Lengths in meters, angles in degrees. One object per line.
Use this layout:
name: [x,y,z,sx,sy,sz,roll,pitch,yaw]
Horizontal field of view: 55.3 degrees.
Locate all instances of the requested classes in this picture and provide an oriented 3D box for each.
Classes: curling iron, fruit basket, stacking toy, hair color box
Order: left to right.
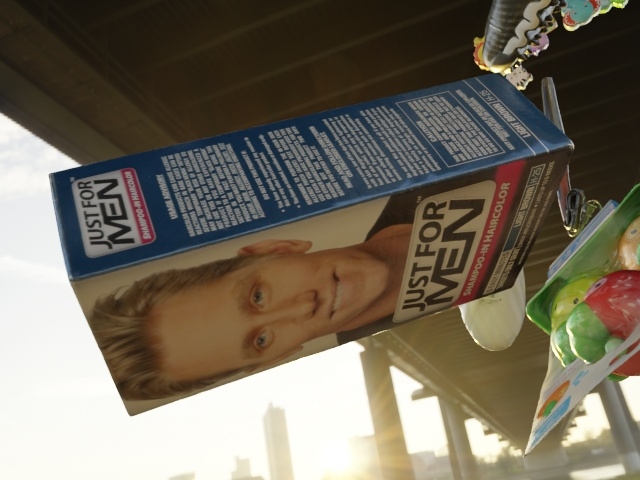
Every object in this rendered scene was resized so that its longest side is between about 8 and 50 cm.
hair color box: [0.000,0.000,0.471,0.347,0.105,0.173,-16,-39,-15]
stacking toy: [0.336,-0.306,0.875,0.221,0.052,0.167,-34,-16,24]
curling iron: [0.389,-0.138,0.970,0.035,0.274,0.068,5,-22,-25]
fruit basket: [0.353,0.059,0.709,0.327,0.165,0.353,-56,-20,25]

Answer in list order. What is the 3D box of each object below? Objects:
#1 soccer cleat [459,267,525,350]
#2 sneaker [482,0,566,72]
soccer cleat: [0.172,0.010,0.610,0.068,0.196,0.076,2,-11,15]
sneaker: [0.152,-0.243,0.449,0.078,0.106,0.234,-43,-25,-43]
